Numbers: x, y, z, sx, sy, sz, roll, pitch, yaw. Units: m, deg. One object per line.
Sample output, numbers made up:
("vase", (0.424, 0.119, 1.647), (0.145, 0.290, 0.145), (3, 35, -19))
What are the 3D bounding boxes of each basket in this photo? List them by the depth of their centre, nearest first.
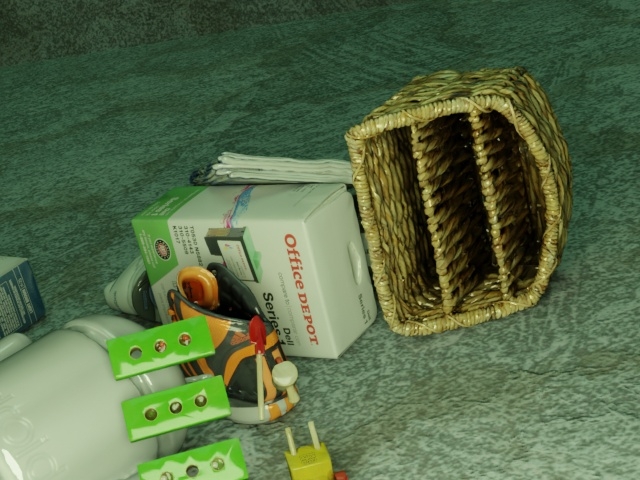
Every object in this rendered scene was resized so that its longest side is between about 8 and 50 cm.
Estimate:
("basket", (0.190, -0.046, 1.566), (0.214, 0.299, 0.223), (1, 24, 29))

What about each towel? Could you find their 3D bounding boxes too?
("towel", (-0.065, -0.087, 1.731), (0.209, 0.034, 0.285), (3, -3, -13))

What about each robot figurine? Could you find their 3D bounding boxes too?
("robot figurine", (-0.285, 0.210, 1.367), (0.300, 0.199, 0.353), (35, 47, 25))

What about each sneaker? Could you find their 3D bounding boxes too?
("sneaker", (-0.167, 0.110, 1.559), (0.321, 0.180, 0.124), (4, 28, 36))
("sneaker", (-0.212, 0.020, 1.905), (0.129, 0.111, 0.297), (-1, 24, 42))

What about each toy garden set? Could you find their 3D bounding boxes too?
("toy garden set", (-0.094, 0.198, 1.304), (0.204, 0.244, 0.049), (-14, -17, -8))

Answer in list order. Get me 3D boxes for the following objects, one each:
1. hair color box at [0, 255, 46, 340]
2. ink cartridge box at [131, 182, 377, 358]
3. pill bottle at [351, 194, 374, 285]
("hair color box", (-0.589, 0.142, 1.830), (0.174, 0.105, 0.347), (3, 27, 34))
("ink cartridge box", (-0.086, 0.038, 1.652), (0.278, 0.201, 0.117), (1, 26, 32))
("pill bottle", (0.000, 0.000, 1.788), (0.246, 0.130, 0.130), (-1, 26, 30))
